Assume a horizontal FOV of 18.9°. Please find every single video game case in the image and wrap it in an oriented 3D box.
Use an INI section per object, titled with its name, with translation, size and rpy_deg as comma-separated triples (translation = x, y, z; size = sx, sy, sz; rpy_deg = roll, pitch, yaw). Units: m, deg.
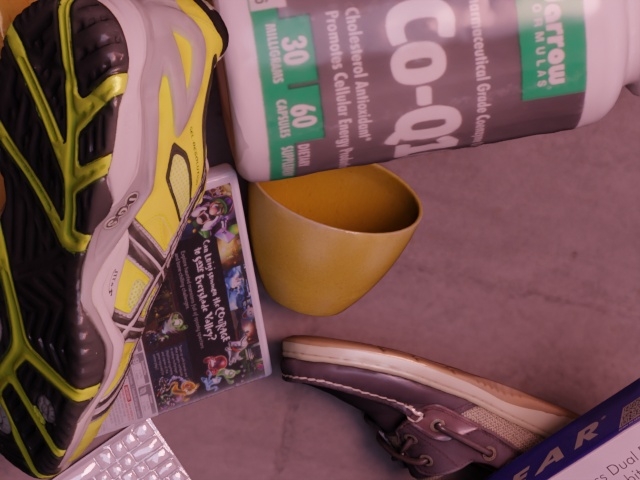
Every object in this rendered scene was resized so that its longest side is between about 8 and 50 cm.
[video game case]
translation = -0.131, 0.050, 1.431
size = 0.173, 0.022, 0.190
rpy_deg = -19, 124, -14

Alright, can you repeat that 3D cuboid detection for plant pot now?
[plant pot]
translation = 0.000, 0.000, 1.458
size = 0.134, 0.134, 0.095
rpy_deg = 8, 119, -18

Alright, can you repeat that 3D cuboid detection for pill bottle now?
[pill bottle]
translation = 0.101, -0.168, 1.387
size = 0.361, 0.204, 0.204
rpy_deg = -10, 99, -4

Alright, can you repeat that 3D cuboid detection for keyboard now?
[keyboard]
translation = -0.219, 0.235, 1.464
size = 0.256, 0.014, 0.072
rpy_deg = -35, 105, -11

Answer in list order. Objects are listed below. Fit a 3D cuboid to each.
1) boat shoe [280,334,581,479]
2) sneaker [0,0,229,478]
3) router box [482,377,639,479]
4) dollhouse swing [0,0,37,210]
[boat shoe]
translation = 0.094, 0.145, 1.508
size = 0.285, 0.103, 0.092
rpy_deg = 19, 85, -24
[sneaker]
translation = -0.145, 0.005, 1.297
size = 0.147, 0.145, 0.385
rpy_deg = -21, 141, -45
[router box]
translation = 0.229, 0.298, 1.467
size = 0.335, 0.082, 0.301
rpy_deg = -38, 100, 25
[dollhouse swing]
translation = -0.279, -0.106, 1.279
size = 0.346, 0.315, 0.305
rpy_deg = -13, 89, -16
